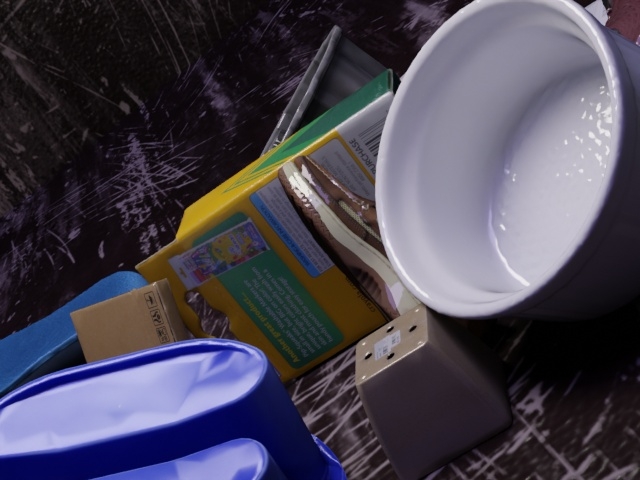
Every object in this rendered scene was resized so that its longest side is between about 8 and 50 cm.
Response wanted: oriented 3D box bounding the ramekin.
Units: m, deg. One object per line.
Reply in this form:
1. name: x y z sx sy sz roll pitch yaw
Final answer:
1. ramekin: 0.185 -0.061 1.183 0.277 0.135 0.277 -20 63 47

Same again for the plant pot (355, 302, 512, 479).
1. plant pot: 0.087 0.119 1.185 0.109 0.096 0.109 -32 20 16

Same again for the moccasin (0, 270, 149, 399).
1. moccasin: -0.344 0.177 1.826 0.342 0.117 0.138 -29 33 14

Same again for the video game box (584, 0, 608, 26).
1. video game box: 0.275 -0.192 1.616 0.187 0.048 0.205 -26 23 29

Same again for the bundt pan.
1. bundt pan: -0.006 -0.078 1.632 0.331 0.124 0.331 -62 5 10

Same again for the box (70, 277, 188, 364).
1. box: -0.179 0.151 1.457 0.021 0.201 0.164 -20 1 -44

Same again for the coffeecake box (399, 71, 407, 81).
1. coffeecake box: 0.141 -0.174 1.786 0.185 0.068 0.142 -44 21 -15

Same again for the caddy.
1. caddy: -0.147 0.232 1.193 0.341 0.179 0.241 -13 36 8

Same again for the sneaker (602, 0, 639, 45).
1. sneaker: 0.279 -0.190 1.338 0.162 0.106 0.281 -45 9 5

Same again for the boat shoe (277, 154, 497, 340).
1. boat shoe: 0.066 0.006 1.313 0.095 0.257 0.095 -38 -19 -6

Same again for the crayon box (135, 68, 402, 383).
1. crayon box: 0.000 0.000 1.444 0.323 0.203 0.083 -33 19 16
